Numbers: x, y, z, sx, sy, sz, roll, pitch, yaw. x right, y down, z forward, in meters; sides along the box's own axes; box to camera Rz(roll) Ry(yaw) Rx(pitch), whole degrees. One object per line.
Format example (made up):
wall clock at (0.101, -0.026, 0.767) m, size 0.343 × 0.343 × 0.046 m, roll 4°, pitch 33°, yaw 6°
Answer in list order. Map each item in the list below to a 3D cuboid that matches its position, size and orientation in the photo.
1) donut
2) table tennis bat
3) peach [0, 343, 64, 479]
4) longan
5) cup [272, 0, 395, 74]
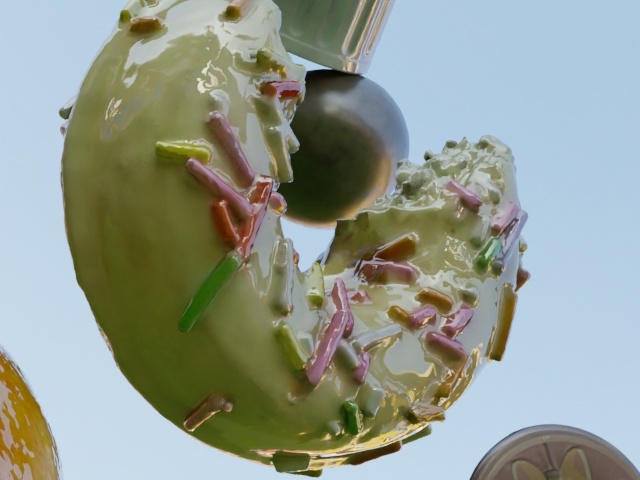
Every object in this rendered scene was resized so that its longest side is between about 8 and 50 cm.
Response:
donut at (-0.007, 0.003, 0.852) m, size 0.371 × 0.307 × 0.150 m, roll 29°, pitch -24°, yaw -34°
table tennis bat at (0.124, 0.195, 0.665) m, size 0.107 × 0.170 × 0.119 m, roll -11°, pitch -21°, yaw -15°
peach at (-0.228, 0.125, 0.457) m, size 0.289 × 0.289 × 0.308 m, roll 49°, pitch -19°, yaw -19°
longan at (0.007, -0.092, 1.237) m, size 0.167 × 0.187 × 0.167 m, roll 1°, pitch -78°, yaw 5°
cup at (0.012, -0.293, 1.226) m, size 0.167 × 0.221 × 0.202 m, roll 24°, pitch -72°, yaw -5°
